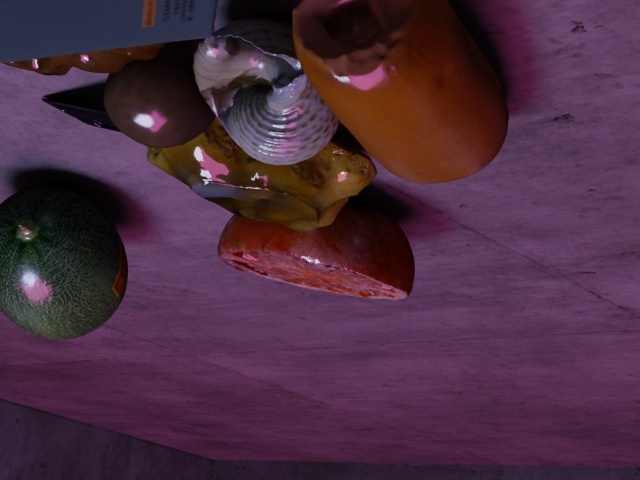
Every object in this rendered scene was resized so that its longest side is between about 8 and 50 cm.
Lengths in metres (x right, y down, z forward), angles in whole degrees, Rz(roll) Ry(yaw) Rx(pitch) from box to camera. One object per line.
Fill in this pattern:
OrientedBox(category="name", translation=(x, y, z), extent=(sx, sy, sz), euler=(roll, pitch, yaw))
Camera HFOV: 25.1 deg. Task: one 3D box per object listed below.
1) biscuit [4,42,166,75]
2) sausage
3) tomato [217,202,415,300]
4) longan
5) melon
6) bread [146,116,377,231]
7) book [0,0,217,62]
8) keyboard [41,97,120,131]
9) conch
OrientedBox(category="biscuit", translation=(-0.254, -0.223, 1.067), extent=(0.331, 0.103, 0.332), euler=(8, 164, 2))
OrientedBox(category="sausage", translation=(0.084, -0.120, 1.216), extent=(0.134, 0.116, 0.354), euler=(-24, 158, 13))
OrientedBox(category="tomato", translation=(0.000, 0.000, 1.667), extent=(0.236, 0.095, 0.237), euler=(11, 171, 2))
OrientedBox(category="longan", translation=(-0.137, -0.140, 1.305), extent=(0.119, 0.106, 0.106), euler=(-45, 139, 16))
OrientedBox(category="melon", translation=(-0.334, 0.027, 1.793), extent=(0.182, 0.182, 0.288), euler=(8, 165, 4))
OrientedBox(category="bread", translation=(-0.067, -0.077, 1.478), extent=(0.233, 0.088, 0.161), euler=(16, 167, -13))
OrientedBox(category="book", translation=(-0.235, -0.196, 0.873), extent=(0.379, 0.031, 0.264), euler=(-9, 145, -18))
OrientedBox(category="keyboard", translation=(-0.209, -0.121, 1.443), extent=(0.063, 0.010, 0.198), euler=(27, 173, -40))
OrientedBox(category="conch", translation=(-0.042, -0.138, 1.241), extent=(0.135, 0.102, 0.153), euler=(25, 141, 4))
